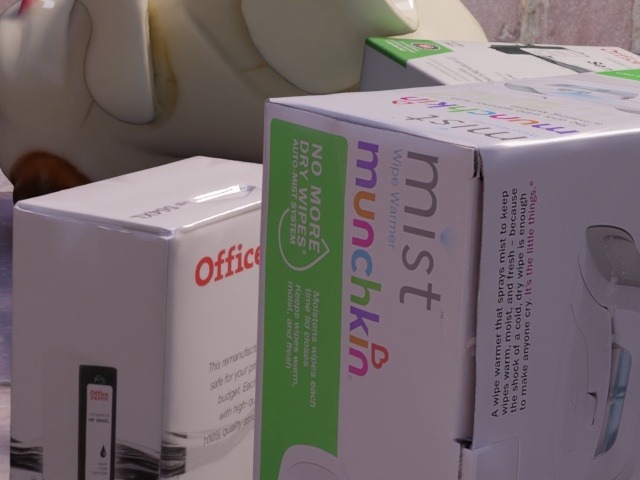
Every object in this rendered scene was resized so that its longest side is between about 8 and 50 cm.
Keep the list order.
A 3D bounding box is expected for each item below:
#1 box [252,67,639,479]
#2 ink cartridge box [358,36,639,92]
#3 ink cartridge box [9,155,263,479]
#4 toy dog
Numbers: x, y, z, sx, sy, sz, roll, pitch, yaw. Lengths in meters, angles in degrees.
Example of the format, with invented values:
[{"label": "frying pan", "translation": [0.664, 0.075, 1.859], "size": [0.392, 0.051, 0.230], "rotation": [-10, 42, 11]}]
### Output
[{"label": "box", "translation": [0.097, 0.071, 0.714], "size": [0.231, 0.262, 0.127], "rotation": [-9, 18, -38]}, {"label": "ink cartridge box", "translation": [0.147, -0.082, 1.211], "size": [0.208, 0.086, 0.153], "rotation": [0, 18, -22]}, {"label": "ink cartridge box", "translation": [-0.064, 0.073, 0.787], "size": [0.086, 0.203, 0.148], "rotation": [11, 15, 28]}, {"label": "toy dog", "translation": [-0.090, -0.156, 1.422], "size": [0.408, 0.395, 0.284], "rotation": [-21, 39, 23]}]
